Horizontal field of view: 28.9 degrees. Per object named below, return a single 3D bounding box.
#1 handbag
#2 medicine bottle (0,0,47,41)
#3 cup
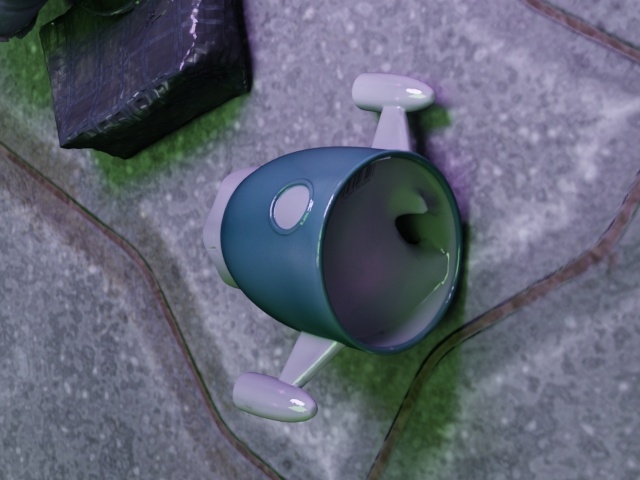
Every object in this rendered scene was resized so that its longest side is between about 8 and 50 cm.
[{"bbox_3d":[-0.172,-0.187,1.171,0.270,0.089,0.175,-25,71,36],"label":"handbag"},{"bbox_3d":[-0.265,-0.342,1.118,0.290,0.245,0.245,-40,71,32],"label":"medicine bottle"},{"bbox_3d":[0.000,0.000,1.006,0.173,0.167,0.299,9,74,46],"label":"cup"}]
